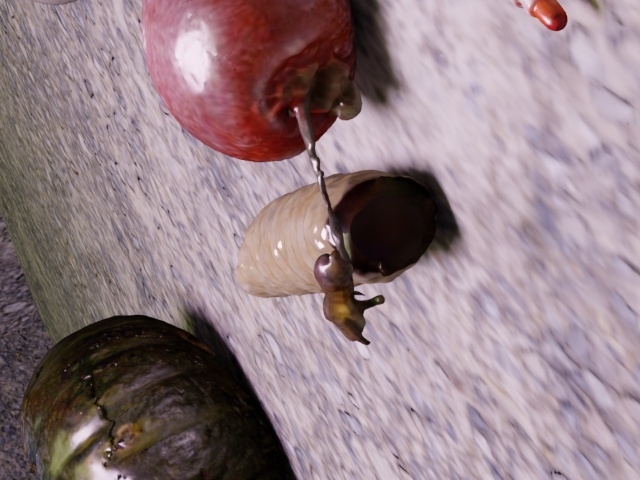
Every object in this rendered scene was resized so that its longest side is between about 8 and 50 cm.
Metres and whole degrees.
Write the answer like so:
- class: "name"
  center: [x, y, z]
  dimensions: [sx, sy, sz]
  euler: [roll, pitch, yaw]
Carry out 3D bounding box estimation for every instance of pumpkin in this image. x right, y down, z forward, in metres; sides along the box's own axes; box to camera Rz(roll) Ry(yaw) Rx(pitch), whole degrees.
- class: "pumpkin"
  center: [-0.146, 0.211, 1.321]
  dimensions: [0.320, 0.192, 0.320]
  euler: [159, 90, -76]

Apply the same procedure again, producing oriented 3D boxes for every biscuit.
- class: "biscuit"
  center: [0.000, 0.000, 0.734]
  dimensions: [0.055, 0.061, 0.219]
  euler: [50, 168, -6]

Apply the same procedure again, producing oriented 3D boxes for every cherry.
- class: "cherry"
  center: [-0.016, -0.064, 0.622]
  dimensions: [0.225, 0.090, 0.107]
  euler: [-120, 35, -46]

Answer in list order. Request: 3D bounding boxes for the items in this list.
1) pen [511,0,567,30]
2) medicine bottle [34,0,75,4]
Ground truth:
- class: "pen"
  center: [0.023, -0.139, 0.511]
  dimensions: [0.218, 0.026, 0.026]
  euler: [56, 162, 36]
- class: "medicine bottle"
  center: [-0.200, -0.287, 0.889]
  dimensions: [0.375, 0.123, 0.282]
  euler: [39, 151, 60]
